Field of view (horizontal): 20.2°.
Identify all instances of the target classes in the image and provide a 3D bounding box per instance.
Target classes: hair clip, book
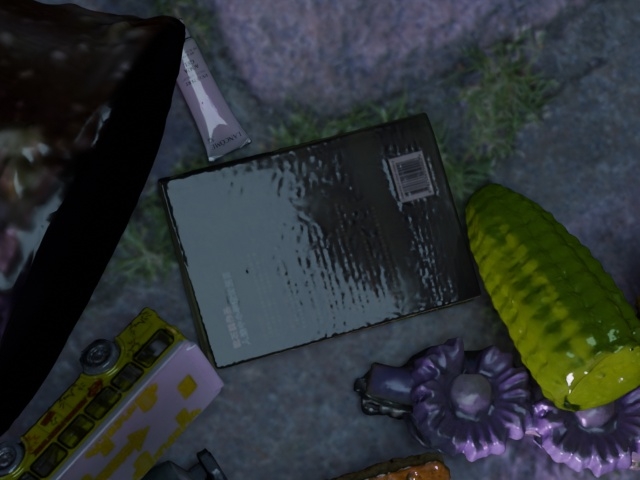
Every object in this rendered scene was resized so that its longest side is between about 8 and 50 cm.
[{"bbox_3d":[0.172,0.137,1.435,0.292,0.084,0.106,12,65,-6],"label":"hair clip"},{"bbox_3d":[0.000,0.000,1.430,0.228,0.024,0.160,-15,88,-13],"label":"book"}]

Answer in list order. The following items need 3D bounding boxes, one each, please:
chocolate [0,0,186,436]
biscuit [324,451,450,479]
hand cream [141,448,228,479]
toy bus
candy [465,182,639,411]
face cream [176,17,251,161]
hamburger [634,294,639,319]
[{"bbox_3d":[-0.259,-0.041,1.287,0.210,0.225,0.340,25,80,4],"label":"chocolate"},{"bbox_3d":[-0.003,0.245,1.384,0.231,0.025,0.131,-15,117,-14],"label":"biscuit"},{"bbox_3d":[-0.188,0.249,1.358,0.271,0.058,0.091,-31,86,-8],"label":"hand cream"},{"bbox_3d":[-0.177,0.154,1.333,0.226,0.074,0.081,-46,135,-19],"label":"toy bus"},{"bbox_3d":[0.175,0.036,1.406,0.097,0.096,0.209,-23,57,-13],"label":"candy"},{"bbox_3d":[-0.095,-0.120,1.423,0.038,0.020,0.115,-27,94,-13],"label":"face cream"},{"bbox_3d":[0.376,0.076,1.377,0.294,0.276,0.179,44,67,-31],"label":"hamburger"}]
